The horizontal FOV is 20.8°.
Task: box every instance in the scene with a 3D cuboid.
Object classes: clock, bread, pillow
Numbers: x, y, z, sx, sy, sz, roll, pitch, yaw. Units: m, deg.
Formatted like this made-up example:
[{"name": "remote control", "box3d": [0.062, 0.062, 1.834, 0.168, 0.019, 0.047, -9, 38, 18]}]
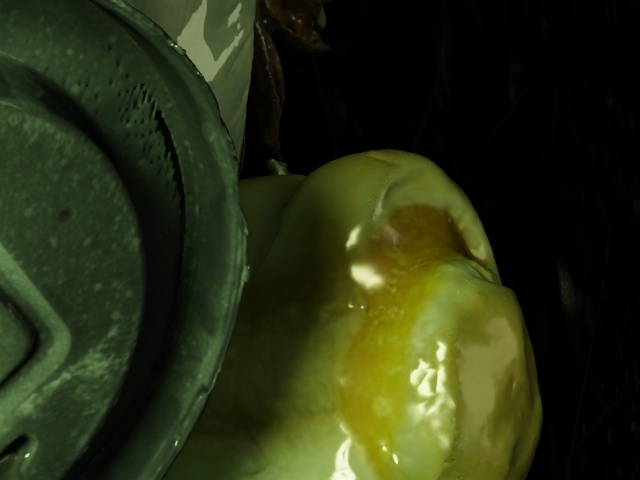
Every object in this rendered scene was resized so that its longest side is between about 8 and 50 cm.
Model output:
[{"name": "clock", "box3d": [-0.207, 0.041, 0.795, 0.386, 0.076, 0.386, -22, 130, -29]}, {"name": "bread", "box3d": [0.001, 0.097, 1.166, 0.210, 0.341, 0.301, 11, 69, -56]}, {"name": "pillow", "box3d": [-0.097, -0.150, 1.160, 0.128, 0.051, 0.229, 0, 101, -34]}]

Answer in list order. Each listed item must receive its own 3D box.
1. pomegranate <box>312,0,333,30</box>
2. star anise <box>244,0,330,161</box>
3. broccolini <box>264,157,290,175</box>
[{"name": "pomegranate", "box3d": [-0.015, -0.238, 1.498, 0.142, 0.114, 0.114, 95, 11, -46]}, {"name": "star anise", "box3d": [-0.099, -0.195, 1.280, 0.331, 0.117, 0.332, -11, 103, -60]}, {"name": "broccolini", "box3d": [0.007, 0.000, 1.534, 0.054, 0.052, 0.194, -69, 143, -51]}]
